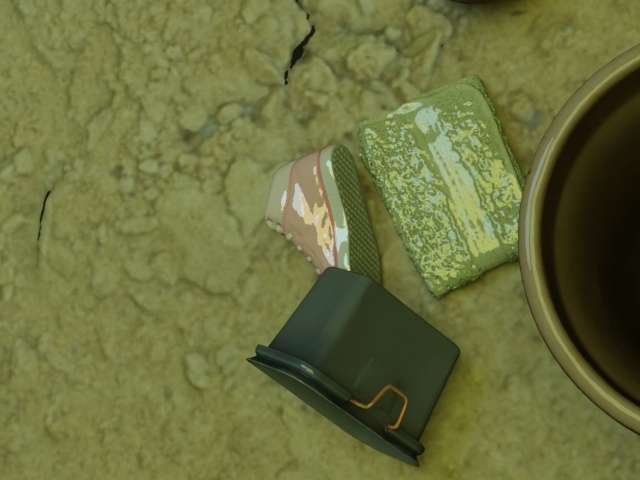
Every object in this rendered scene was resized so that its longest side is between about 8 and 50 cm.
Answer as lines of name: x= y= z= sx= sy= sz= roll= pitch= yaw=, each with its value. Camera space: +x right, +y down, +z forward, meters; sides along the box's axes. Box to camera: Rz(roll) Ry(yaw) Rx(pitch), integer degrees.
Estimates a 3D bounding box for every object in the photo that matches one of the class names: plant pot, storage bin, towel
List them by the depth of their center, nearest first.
plant pot: x=0.267 y=0.011 z=1.012 sx=0.263 sy=0.229 sz=0.263 roll=-2 pitch=82 yaw=13
storage bin: x=0.034 y=0.085 z=1.104 sx=0.098 sy=0.135 sz=0.091 roll=14 pitch=70 yaw=58
towel: x=0.097 y=-0.041 z=1.164 sx=0.110 sy=0.027 sz=0.148 roll=-26 pitch=77 yaw=9

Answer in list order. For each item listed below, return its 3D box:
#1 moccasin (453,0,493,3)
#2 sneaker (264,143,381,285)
moccasin: x=0.197 y=-0.331 z=1.119 sx=0.380 sy=0.147 sz=0.139 roll=-44 pitch=69 yaw=7
sneaker: x=0.000 y=0.000 z=1.172 sx=0.070 sy=0.051 sz=0.134 roll=-13 pitch=89 yaw=29
